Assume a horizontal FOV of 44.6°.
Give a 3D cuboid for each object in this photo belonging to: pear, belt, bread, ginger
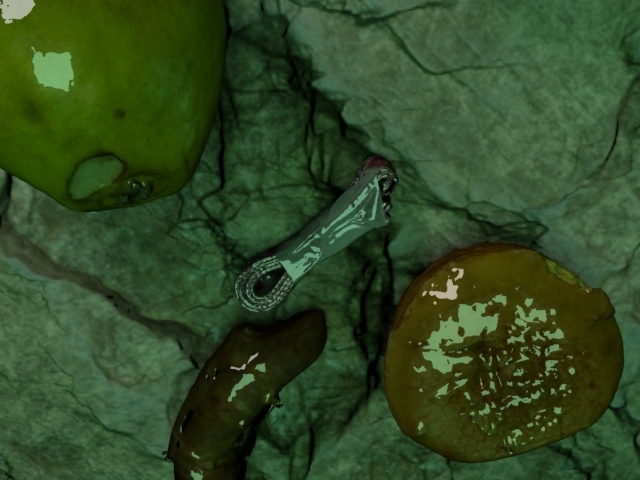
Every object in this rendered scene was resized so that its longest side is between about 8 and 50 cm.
[{"bbox_3d":[-0.218,-0.184,0.716,0.269,0.269,0.321,-28,89,9],"label":"pear"},{"bbox_3d":[0.000,0.000,0.883,0.232,0.053,0.071,-40,98,13],"label":"belt"},{"bbox_3d":[0.192,0.120,0.880,0.269,0.145,0.268,0,106,-1],"label":"bread"},{"bbox_3d":[-0.104,0.212,0.932,0.133,0.107,0.309,23,105,6],"label":"ginger"}]
